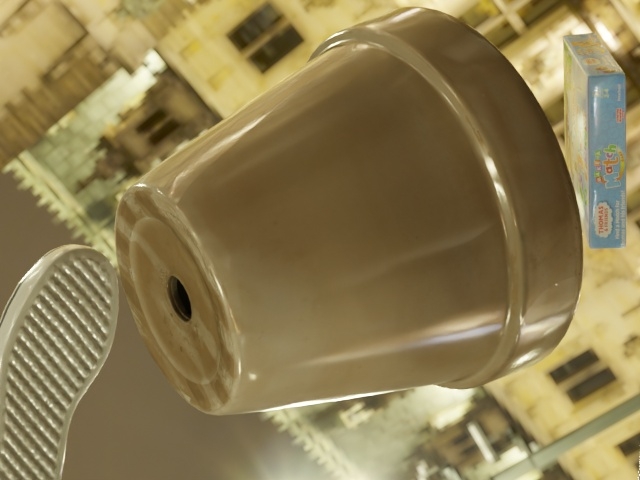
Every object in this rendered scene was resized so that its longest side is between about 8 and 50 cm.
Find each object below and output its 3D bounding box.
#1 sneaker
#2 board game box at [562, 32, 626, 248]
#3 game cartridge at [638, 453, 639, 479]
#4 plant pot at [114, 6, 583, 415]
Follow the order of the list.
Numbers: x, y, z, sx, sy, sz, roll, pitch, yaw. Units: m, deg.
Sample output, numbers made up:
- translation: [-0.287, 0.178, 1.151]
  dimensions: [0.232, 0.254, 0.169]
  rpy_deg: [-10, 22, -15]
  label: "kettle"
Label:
- translation: [-0.312, 0.146, 1.444]
  dimensions: [0.126, 0.321, 0.127]
  rpy_deg: [14, -173, -38]
  label: "sneaker"
- translation: [0.259, -0.100, 1.320]
  dimensions: [0.211, 0.039, 0.160]
  rpy_deg: [-80, -13, -72]
  label: "board game box"
- translation: [0.309, 0.196, 0.917]
  dimensions: [0.062, 0.198, 0.297]
  rpy_deg: [-90, -5, -52]
  label: "game cartridge"
- translation: [0.000, 0.000, 1.119]
  dimensions: [0.280, 0.323, 0.323]
  rpy_deg: [-20, -106, -29]
  label: "plant pot"
